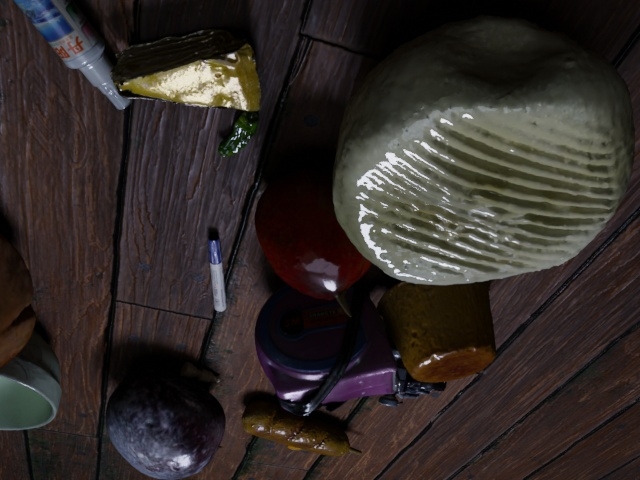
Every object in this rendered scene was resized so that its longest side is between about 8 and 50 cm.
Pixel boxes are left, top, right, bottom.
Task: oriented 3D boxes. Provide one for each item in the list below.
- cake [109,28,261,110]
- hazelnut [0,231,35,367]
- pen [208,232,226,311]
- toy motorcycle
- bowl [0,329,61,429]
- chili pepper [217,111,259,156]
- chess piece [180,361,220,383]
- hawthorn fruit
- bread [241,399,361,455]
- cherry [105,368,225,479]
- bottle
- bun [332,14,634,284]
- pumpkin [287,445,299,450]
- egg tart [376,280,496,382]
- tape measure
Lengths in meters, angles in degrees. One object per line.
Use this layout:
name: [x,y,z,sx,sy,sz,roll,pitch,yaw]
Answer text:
cake: [-0.165,-0.211,0.801,0.185,0.079,0.116,-19,147,8]
hazelnut: [-0.649,0.085,0.979,0.373,0.315,0.372,19,129,26]
pen: [-0.189,0.062,1.120,0.025,0.025,0.204,3,137,-1]
toy motorcycle: [0.101,0.265,1.251,0.307,0.108,0.173,13,173,-17]
bowl: [-0.681,0.264,1.260,0.307,0.163,0.307,1,138,1]
chili pepper: [-0.115,-0.154,0.882,0.030,0.034,0.091,48,129,1]
chess piece: [-0.267,0.303,1.382,0.092,0.035,0.035,28,132,-30]
hawthorn fruit: [0.000,0.000,0.906,0.190,0.251,0.189,-12,161,-4]
bread: [-0.039,0.475,1.522,0.344,0.083,0.124,25,155,-23]
cherry: [-0.339,0.411,1.366,0.296,0.218,0.255,43,148,-20]
bottle: [-0.306,-0.254,0.756,0.060,0.060,0.217,-16,135,19]
bun: [0.184,-0.111,0.763,0.349,0.227,0.352,17,131,-16]
pumpkin: [-0.064,0.536,1.628,0.050,0.028,0.083,11,145,-12]
egg tart: [0.217,0.150,1.092,0.215,0.170,0.215,-9,148,-5]
tape measure: [0.004,0.189,1.088,0.232,0.245,0.149,-12,141,-2]
